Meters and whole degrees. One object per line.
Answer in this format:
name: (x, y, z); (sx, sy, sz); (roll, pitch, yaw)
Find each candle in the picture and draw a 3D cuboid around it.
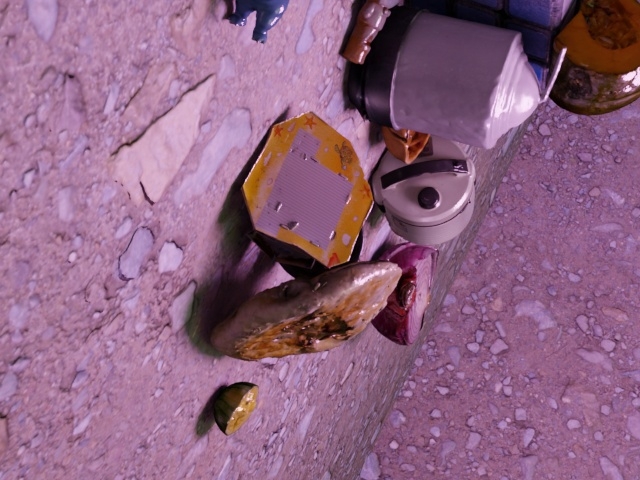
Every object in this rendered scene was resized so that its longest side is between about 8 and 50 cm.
candle: (0.237, -0.279, 1.478); (0.221, 0.342, 0.221); (19, 90, -72)

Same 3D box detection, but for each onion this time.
onion: (0.183, 0.119, 2.105); (0.349, 0.159, 0.267); (32, 71, -73)

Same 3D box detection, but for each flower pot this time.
flower pot: (0.000, 0.000, 1.475); (0.107, 0.157, 0.157); (42, 73, -83)

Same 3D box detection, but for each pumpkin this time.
pumpkin: (0.469, -0.355, 1.470); (0.139, 0.190, 0.280); (74, 2, -62)

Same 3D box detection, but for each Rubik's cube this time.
Rubik's cube: (0.349, -0.510, 1.539); (0.303, 0.305, 0.301); (-62, 162, -15)

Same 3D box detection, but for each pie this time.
pie: (-0.016, 0.124, 1.395); (0.339, 0.077, 0.339); (-22, 161, -8)

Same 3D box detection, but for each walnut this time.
walnut: (0.176, -0.251, 1.729); (0.211, 0.087, 0.167); (-41, 143, -56)

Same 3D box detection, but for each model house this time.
model house: (-0.038, -0.073, 1.340); (0.136, 0.207, 0.219); (-21, -135, 62)

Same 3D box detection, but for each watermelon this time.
watermelon: (-0.158, 0.298, 1.531); (0.105, 0.062, 0.105); (-51, 163, -22)

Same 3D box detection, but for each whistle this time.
whistle: (0.095, -0.395, 1.379); (0.220, 0.057, 0.107); (-65, 163, 13)

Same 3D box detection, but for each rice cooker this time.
rice cooker: (0.232, -0.115, 1.871); (0.226, 0.226, 0.244); (-63, 164, -9)

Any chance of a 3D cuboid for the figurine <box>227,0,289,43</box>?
figurine: (-0.063, -0.316, 0.964); (0.144, 0.114, 0.178); (-35, 153, -55)
